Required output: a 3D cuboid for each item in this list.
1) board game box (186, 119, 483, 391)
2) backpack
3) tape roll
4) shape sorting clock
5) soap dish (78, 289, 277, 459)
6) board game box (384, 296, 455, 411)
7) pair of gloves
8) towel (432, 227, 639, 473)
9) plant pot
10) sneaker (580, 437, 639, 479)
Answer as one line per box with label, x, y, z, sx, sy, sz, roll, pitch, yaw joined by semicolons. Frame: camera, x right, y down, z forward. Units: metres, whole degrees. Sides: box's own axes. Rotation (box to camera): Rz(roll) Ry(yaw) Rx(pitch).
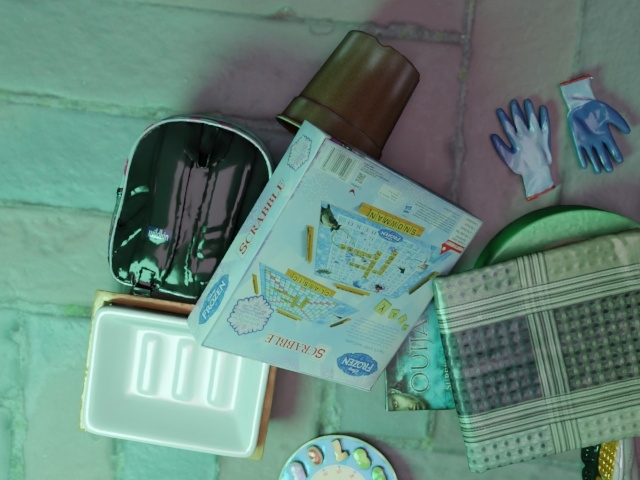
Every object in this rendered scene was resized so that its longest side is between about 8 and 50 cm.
board game box;0.028;0.041;0.982;0.319;0.066;0.318;24;104;-36
backpack;-0.174;-0.055;1.020;0.225;0.191;0.253;12;106;-3
tape roll;0.390;0.107;1.087;0.322;0.077;0.321;0;99;1
shape sorting clock;0.029;0.423;1.154;0.206;0.040;0.206;0;91;5
soap dish;-0.214;0.203;1.097;0.291;0.118;0.228;9;99;1
board game box;0.163;0.181;1.129;0.126;0.026;0.186;-3;98;2
pair of gloves;0.368;-0.159;1.075;0.198;0.023;0.159;-22;99;6
towel;0.345;0.162;1.033;0.324;0.056;0.312;-13;96;2
plant pot;0.050;-0.198;1.015;0.167;0.167;0.165;34;90;-4
sneaker;0.493;0.404;1.129;0.121;0.099;0.262;-4;106;-5
